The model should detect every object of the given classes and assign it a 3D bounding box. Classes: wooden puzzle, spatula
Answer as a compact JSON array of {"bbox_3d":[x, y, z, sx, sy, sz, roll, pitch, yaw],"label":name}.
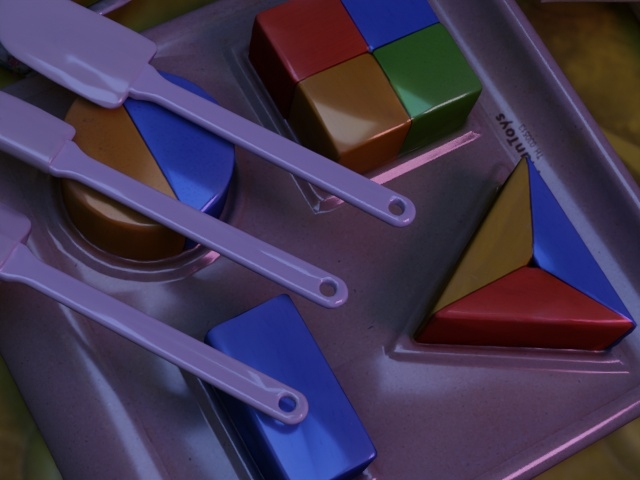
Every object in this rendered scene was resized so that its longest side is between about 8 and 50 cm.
[{"bbox_3d":[0.000,0.000,0.692,0.348,0.080,0.322,-27,76,-13],"label":"wooden puzzle"},{"bbox_3d":[-0.088,-0.016,0.640,0.242,0.019,0.168,28,63,2],"label":"spatula"}]

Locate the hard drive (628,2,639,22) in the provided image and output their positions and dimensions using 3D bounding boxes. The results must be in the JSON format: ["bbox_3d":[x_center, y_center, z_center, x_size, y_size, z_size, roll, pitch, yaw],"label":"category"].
[{"bbox_3d":[0.294,-0.155,0.792,0.203,0.040,0.307,-24,75,-12],"label":"hard drive"}]

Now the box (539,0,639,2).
[{"bbox_3d":[0.242,-0.254,0.738,0.243,0.117,0.213,-1,72,-7],"label":"box"}]

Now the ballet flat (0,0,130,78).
[{"bbox_3d":[-0.117,-0.184,0.756,0.241,0.091,0.077,-44,110,-13],"label":"ballet flat"}]
